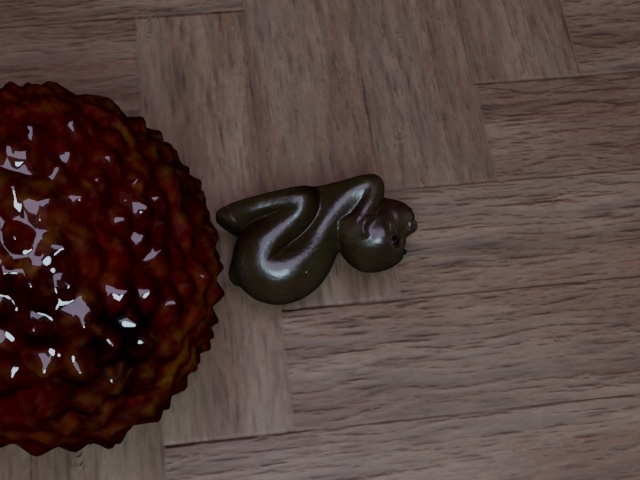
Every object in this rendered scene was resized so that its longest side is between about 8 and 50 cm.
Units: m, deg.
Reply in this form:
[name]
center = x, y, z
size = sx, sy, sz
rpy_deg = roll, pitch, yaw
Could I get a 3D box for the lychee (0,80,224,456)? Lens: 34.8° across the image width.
[lychee]
center = -0.339, 0.010, 1.175
size = 0.425, 0.424, 0.500
rpy_deg = -39, 77, -18

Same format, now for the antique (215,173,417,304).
[antique]
center = 0.000, 0.000, 1.361
size = 0.257, 0.121, 0.143
rpy_deg = -13, 74, -8
